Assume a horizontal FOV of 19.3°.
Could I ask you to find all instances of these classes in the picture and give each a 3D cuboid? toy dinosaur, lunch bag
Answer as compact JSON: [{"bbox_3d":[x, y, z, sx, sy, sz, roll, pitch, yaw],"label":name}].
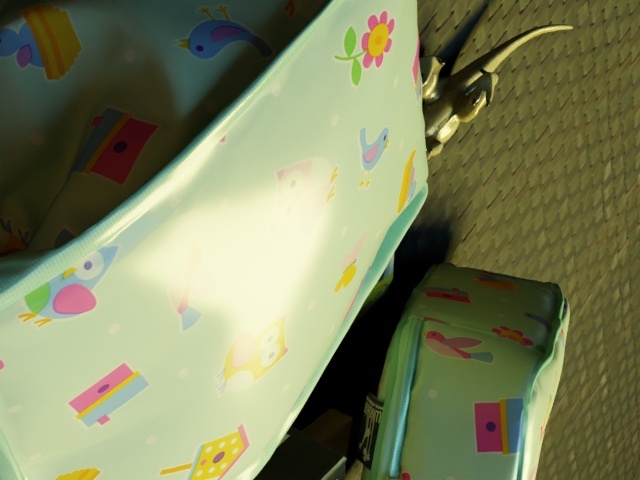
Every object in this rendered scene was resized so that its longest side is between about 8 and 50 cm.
[{"bbox_3d":[0.079,-0.085,1.142,0.183,0.053,0.092,-50,171,-5],"label":"toy dinosaur"},{"bbox_3d":[0.084,0.143,1.200,0.279,0.108,0.224,-50,152,-74],"label":"lunch bag"},{"bbox_3d":[-0.073,-0.011,0.775,0.262,0.160,0.223,-55,157,-26],"label":"lunch bag"}]

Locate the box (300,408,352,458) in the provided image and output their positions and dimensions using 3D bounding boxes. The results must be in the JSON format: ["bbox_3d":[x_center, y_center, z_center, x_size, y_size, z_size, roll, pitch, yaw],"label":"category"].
[{"bbox_3d":[-0.054,0.216,1.224,0.201,0.021,0.164,-32,141,-45],"label":"box"}]

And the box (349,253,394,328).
[{"bbox_3d":[0.000,0.000,1.071,0.105,0.043,0.179,-44,149,-34],"label":"box"}]

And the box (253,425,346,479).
[{"bbox_3d":[-0.059,0.211,1.097,0.147,0.077,0.180,-41,146,-37],"label":"box"}]
